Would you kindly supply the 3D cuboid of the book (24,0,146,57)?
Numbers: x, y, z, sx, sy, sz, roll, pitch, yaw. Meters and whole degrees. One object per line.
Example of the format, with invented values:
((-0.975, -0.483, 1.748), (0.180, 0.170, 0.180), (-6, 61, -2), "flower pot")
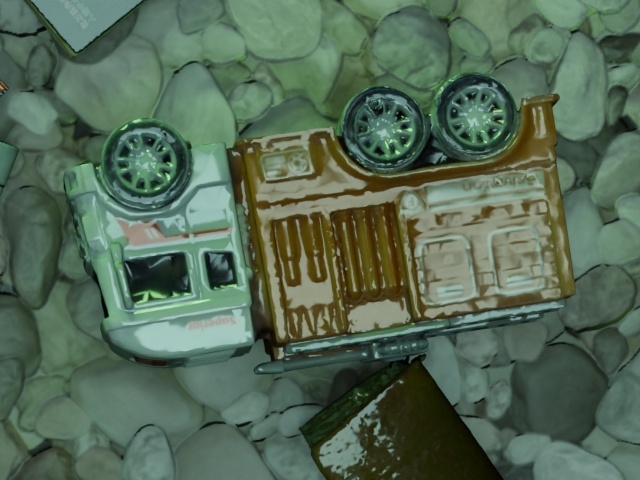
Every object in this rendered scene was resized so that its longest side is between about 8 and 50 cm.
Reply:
((-0.164, -0.280, 1.411), (0.228, 0.024, 0.160), (-40, 98, -5), "book")

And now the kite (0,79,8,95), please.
((-0.444, -0.137, 1.381), (0.377, 0.013, 0.328), (-7, 94, -8), "kite")

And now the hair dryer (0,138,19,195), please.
((-0.319, -0.063, 1.379), (0.137, 0.047, 0.082), (23, 92, -21), "hair dryer")

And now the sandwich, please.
((0.092, 0.217, 1.440), (0.128, 0.122, 0.236), (-37, 99, -8), "sandwich")

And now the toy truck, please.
((0.000, 0.000, 1.366), (0.387, 0.173, 0.207), (-9, 83, -7), "toy truck")
